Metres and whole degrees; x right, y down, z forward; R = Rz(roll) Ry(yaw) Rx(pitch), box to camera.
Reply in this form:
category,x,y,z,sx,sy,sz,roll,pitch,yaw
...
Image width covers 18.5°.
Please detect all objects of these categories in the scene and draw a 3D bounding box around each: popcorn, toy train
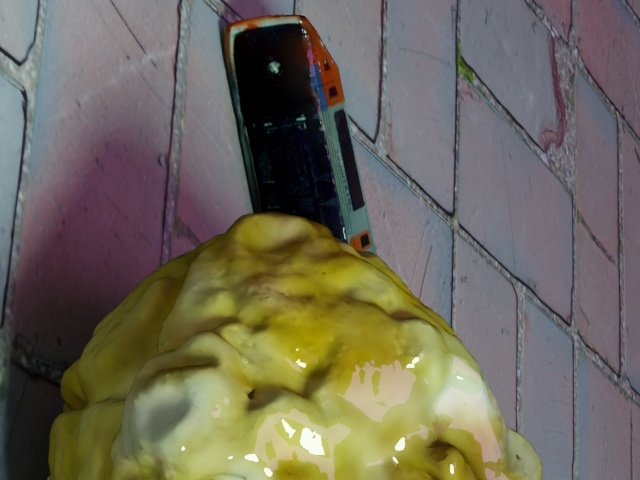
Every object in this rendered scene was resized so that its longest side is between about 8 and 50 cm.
category,x,y,z,sx,sy,sz,roll,pitch,yaw
popcorn,-0.036,0.180,1.354,0.344,0.354,0.390,42,-1,-25
toy train,0.000,0.000,1.744,0.089,0.086,0.409,-27,106,-65
